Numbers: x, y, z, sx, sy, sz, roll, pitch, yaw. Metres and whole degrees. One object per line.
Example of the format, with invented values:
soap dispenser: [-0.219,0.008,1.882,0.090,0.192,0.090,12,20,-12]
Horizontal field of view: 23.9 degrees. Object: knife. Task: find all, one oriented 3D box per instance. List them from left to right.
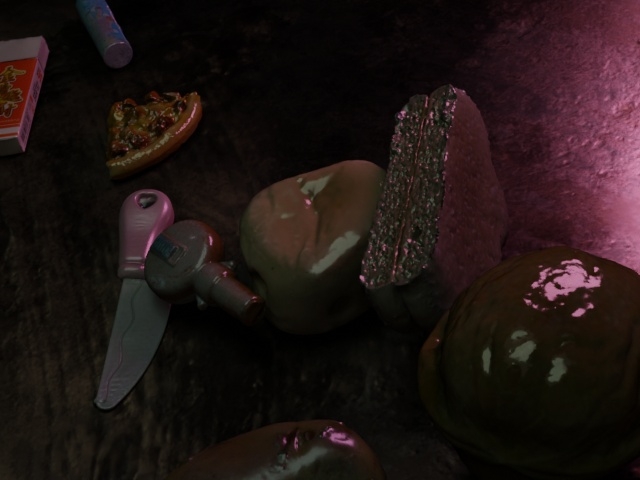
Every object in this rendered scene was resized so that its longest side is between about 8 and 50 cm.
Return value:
knife: [-0.225,0.073,1.888,0.081,0.043,0.336,-1,52,4]

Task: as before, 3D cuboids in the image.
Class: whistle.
whistle: [-0.143,0.041,1.820,0.107,0.057,0.220,-53,46,-4]

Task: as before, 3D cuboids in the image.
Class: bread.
bread: [0.144,-0.017,1.744,0.102,0.183,0.337,-14,42,30]

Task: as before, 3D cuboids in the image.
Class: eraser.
eraser: [-0.496,-0.208,2.234,0.157,0.038,0.230,-8,45,11]

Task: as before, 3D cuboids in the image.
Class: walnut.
walnut: [0.231,0.129,1.542,0.282,0.227,0.283,1,42,-1]

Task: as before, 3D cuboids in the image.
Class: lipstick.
lipstick: [-0.327,-0.319,2.283,0.048,0.048,0.158,-25,45,-7]

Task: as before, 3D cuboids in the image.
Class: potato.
potato: [-0.059,0.270,1.551,0.262,0.165,0.165,-9,45,4]

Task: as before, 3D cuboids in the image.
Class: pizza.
pizza: [-0.250,-0.155,2.099,0.134,0.046,0.175,21,56,32]

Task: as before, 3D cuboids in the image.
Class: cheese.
cheese: [0.000,0.000,1.817,0.218,0.117,0.235,14,55,30]
